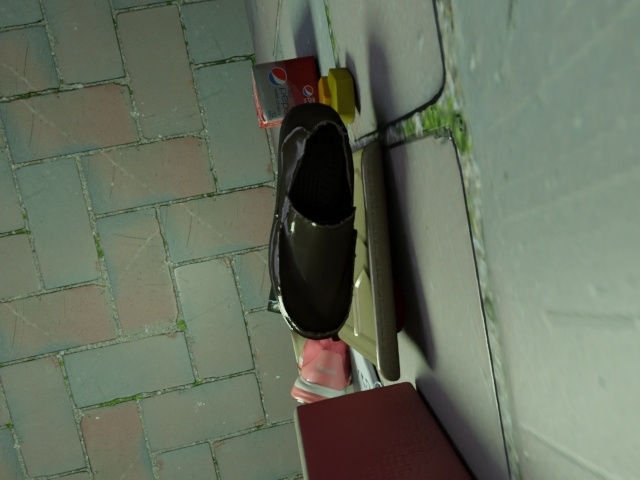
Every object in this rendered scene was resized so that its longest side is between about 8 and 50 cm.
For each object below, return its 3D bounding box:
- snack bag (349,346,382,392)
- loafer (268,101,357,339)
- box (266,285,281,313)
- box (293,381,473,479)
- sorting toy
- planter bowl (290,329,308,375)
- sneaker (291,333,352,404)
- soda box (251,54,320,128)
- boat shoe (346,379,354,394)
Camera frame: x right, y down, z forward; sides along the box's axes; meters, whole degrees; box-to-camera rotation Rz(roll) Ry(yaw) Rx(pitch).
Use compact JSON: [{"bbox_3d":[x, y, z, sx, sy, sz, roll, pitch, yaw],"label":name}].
[{"bbox_3d":[0.089,0.336,0.835,0.343,0.037,0.323,-107,7,-50],"label":"snack bag"},{"bbox_3d":[-0.007,-0.010,0.479,0.078,0.080,0.220,-129,35,-76],"label":"loafer"},{"bbox_3d":[-0.071,0.070,1.310,0.147,0.077,0.180,-80,4,-45],"label":"box"},{"bbox_3d":[0.059,0.244,0.446,0.232,0.126,0.149,-122,22,-75],"label":"box"},{"bbox_3d":[0.041,-0.032,0.568,0.229,0.041,0.307,-169,74,-81],"label":"sorting toy"},{"bbox_3d":[-0.030,0.362,1.775,0.162,0.109,0.162,169,90,-86],"label":"planter bowl"},{"bbox_3d":[0.025,0.210,1.024,0.314,0.115,0.136,-68,-5,-87],"label":"sneaker"},{"bbox_3d":[-0.060,-0.230,0.872,0.263,0.092,0.084,-123,23,-77],"label":"soda box"},{"bbox_3d":[0.043,0.301,1.158,0.063,0.066,0.184,85,162,-44],"label":"boat shoe"}]
